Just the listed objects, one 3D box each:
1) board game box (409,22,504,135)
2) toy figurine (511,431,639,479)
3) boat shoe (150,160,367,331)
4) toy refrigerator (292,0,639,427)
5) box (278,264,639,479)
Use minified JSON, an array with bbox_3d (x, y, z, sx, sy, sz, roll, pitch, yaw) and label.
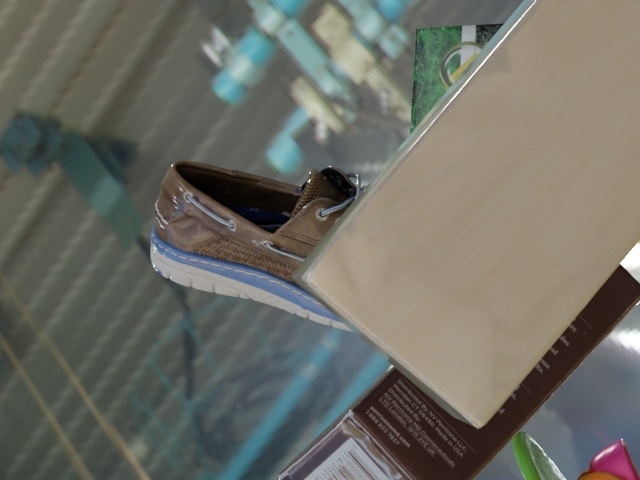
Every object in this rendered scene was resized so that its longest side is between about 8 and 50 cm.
[{"bbox_3d":[0.143,-0.066,1.768,0.030,0.136,0.260,13,-102,-59],"label":"board game box"},{"bbox_3d":[0.195,0.123,0.860,0.159,0.173,0.130,-30,-8,7],"label":"toy figurine"},{"bbox_3d":[0.000,0.000,1.014,0.183,0.066,0.066,9,-57,7],"label":"boat shoe"},{"bbox_3d":[0.113,-0.053,0.874,0.269,0.102,0.094,-50,3,-4],"label":"toy refrigerator"},{"bbox_3d":[0.149,0.147,2.013,0.381,0.143,0.191,-39,-6,-36],"label":"box"}]
